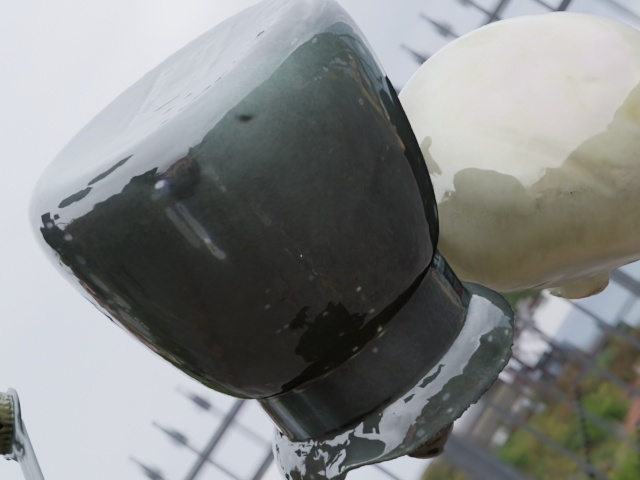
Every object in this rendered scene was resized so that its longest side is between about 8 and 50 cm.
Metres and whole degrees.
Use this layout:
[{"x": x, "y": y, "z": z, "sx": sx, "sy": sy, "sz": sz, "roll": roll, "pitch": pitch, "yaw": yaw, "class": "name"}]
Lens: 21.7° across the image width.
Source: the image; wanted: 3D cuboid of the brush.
[{"x": -0.226, "y": 0.204, "z": 1.321, "sx": 0.027, "sy": 0.266, "sz": 0.062, "roll": 1, "pitch": -61, "yaw": -27, "class": "brush"}]

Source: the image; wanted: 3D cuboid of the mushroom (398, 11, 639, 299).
[{"x": 0.170, "y": -0.050, "z": 1.220, "sx": 0.246, "sy": 0.246, "sz": 0.202, "roll": -51, "pitch": -46, "yaw": -37, "class": "mushroom"}]

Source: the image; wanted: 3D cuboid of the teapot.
[{"x": -0.017, "y": 0.015, "z": 1.026, "sx": 0.223, "sy": 0.285, "sz": 0.305, "roll": -38, "pitch": 16, "yaw": -5, "class": "teapot"}]
